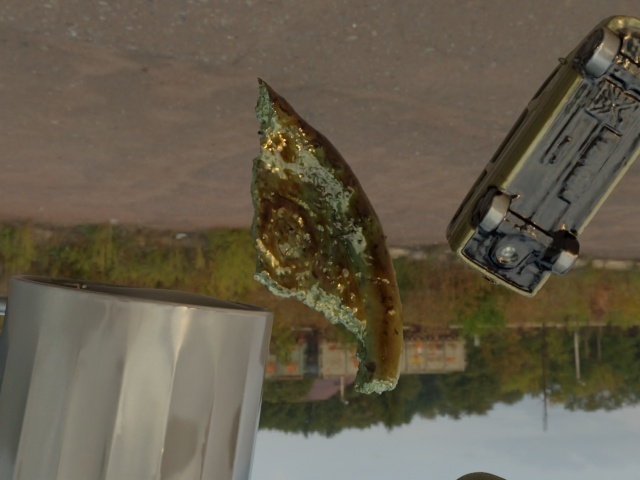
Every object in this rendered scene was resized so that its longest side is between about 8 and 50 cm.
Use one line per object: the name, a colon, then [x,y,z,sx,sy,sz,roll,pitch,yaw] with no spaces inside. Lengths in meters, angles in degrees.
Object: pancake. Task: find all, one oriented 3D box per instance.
pancake: [0.004,-0.002,0.786,0.197,0.376,0.054,-34,-172,-41]

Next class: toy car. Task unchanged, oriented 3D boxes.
toy car: [0.221,-0.080,0.659,0.101,0.256,0.124,30,-165,-8]

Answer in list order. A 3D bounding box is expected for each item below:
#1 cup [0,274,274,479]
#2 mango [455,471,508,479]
cup: [-0.219,0.199,0.636,0.323,0.326,0.237,8,177,9]
mango: [0.131,0.246,0.508,0.086,0.122,0.191,-26,-167,15]
